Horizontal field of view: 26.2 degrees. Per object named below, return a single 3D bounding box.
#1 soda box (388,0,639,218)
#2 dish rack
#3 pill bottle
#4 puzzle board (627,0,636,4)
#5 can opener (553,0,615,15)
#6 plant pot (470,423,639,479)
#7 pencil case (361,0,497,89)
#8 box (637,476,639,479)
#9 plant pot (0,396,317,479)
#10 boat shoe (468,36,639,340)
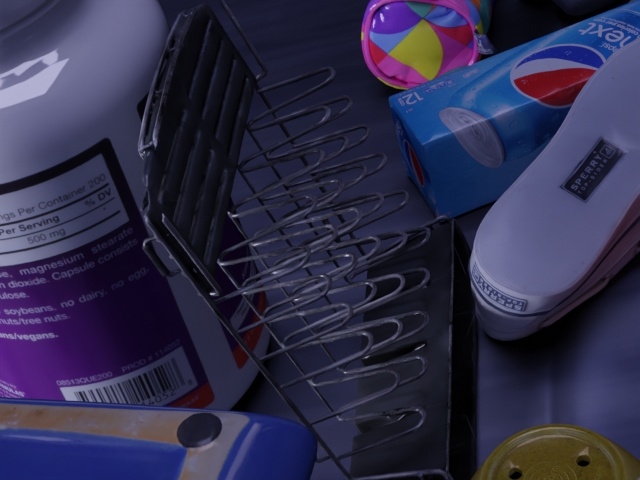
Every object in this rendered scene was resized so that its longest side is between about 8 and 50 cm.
[{"bbox_3d":[0.159,-0.093,0.942,0.210,0.071,0.067,-22,40,-6],"label":"soda box"},{"bbox_3d":[0.000,0.000,0.752,0.074,0.271,0.208,-20,37,21],"label":"dish rack"},{"bbox_3d":[-0.150,-0.034,0.790,0.182,0.323,0.181,-10,40,9],"label":"pill bottle"},{"bbox_3d":[0.283,-0.159,1.021,0.128,0.011,0.096,21,54,37],"label":"puzzle board"},{"bbox_3d":[0.272,-0.274,1.128,0.283,0.076,0.095,-38,76,-23],"label":"can opener"},{"bbox_3d":[0.119,0.144,0.667,0.134,0.095,0.134,-10,40,8],"label":"plant pot"},{"bbox_3d":[0.098,-0.218,1.087,0.104,0.104,0.236,-2,41,18],"label":"pencil case"},{"bbox_3d":[0.125,0.219,0.512,0.181,0.182,0.119,-39,44,-24],"label":"box"},{"bbox_3d":[-0.104,0.197,0.597,0.236,0.212,0.236,1,44,20],"label":"plant pot"},{"bbox_3d":[0.180,-0.040,0.862,0.258,0.084,0.095,-39,68,-21],"label":"boat shoe"}]
